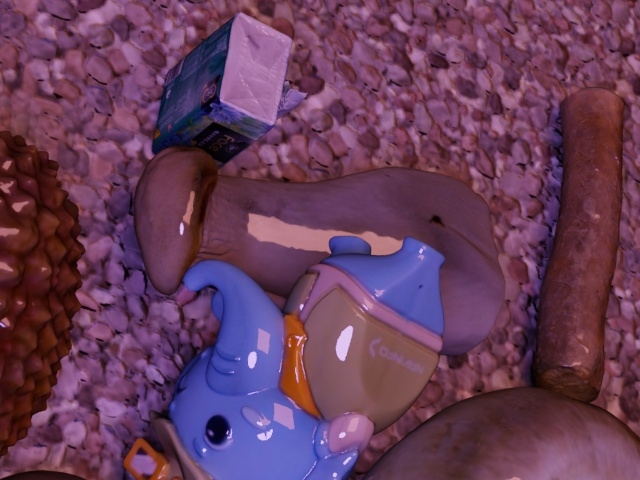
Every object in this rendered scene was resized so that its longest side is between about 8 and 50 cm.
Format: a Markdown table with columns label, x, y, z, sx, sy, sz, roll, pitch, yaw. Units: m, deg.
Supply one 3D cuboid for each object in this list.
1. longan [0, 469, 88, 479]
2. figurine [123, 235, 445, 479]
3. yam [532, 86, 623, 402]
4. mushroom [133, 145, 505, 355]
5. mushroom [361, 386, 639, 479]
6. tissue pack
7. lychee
| label | x | y | z | sx | sy | sz | roll | pitch | yaw |
| --- | --- | --- | --- | --- | --- | --- | --- | --- | --- |
| longan | -0.177 | 0.239 | 1.224 | 0.167 | 0.167 | 0.187 | -10 | 73 | -36 |
| figurine | -0.026 | 0.100 | 1.358 | 0.180 | 0.154 | 0.262 | 28 | 88 | 19 |
| yam | 0.224 | -0.003 | 1.664 | 0.066 | 0.066 | 0.300 | 25 | 57 | -22 |
| mushroom | 0.000 | 0.000 | 1.496 | 0.328 | 0.122 | 0.159 | 11 | 27 | -30 |
| mushroom | 0.147 | 0.278 | 1.350 | 0.352 | 0.260 | 0.352 | 8 | 76 | -35 |
| tissue pack | -0.066 | -0.105 | 1.487 | 0.079 | 0.111 | 0.085 | 23 | 59 | -24 |
| lychee | -0.271 | 0.034 | 1.199 | 0.267 | 0.267 | 0.267 | 14 | 62 | -28 |
